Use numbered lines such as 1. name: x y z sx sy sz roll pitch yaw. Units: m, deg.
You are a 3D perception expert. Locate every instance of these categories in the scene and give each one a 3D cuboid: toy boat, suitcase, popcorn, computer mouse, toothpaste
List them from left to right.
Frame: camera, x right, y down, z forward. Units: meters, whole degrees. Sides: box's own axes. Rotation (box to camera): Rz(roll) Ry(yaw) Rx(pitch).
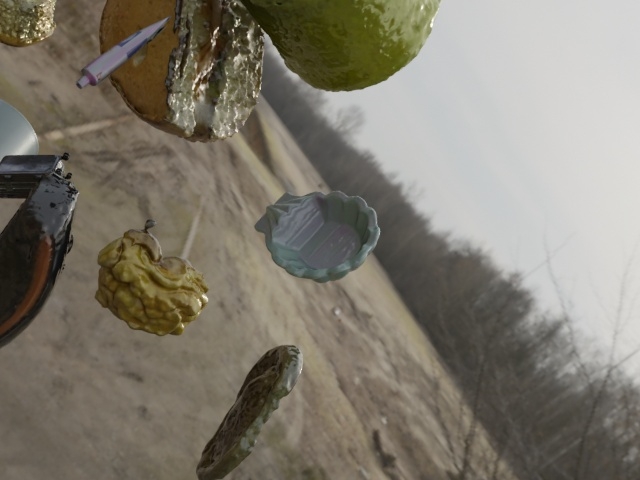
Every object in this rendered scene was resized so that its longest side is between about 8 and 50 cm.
1. computer mouse: -0.449 0.049 1.253 0.116 0.323 0.183 34 11 -23
2. suitcase: -0.515 -0.116 1.512 0.086 0.126 0.059 -95 -174 -58
3. toothpaste: -0.273 -0.261 1.167 0.045 0.170 0.028 -9 -57 54
4. popcorn: -0.297 0.081 1.431 0.194 0.163 0.140 45 31 -26
5. toy boat: 0.000 0.000 1.603 0.290 0.199 0.100 30 -22 44

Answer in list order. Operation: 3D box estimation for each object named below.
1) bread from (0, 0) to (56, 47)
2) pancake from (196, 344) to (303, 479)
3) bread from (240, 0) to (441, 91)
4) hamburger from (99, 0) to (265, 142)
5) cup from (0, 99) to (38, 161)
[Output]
1. bread: -0.633 -0.463 1.625 0.245 0.121 0.174 22 21 -3
2. pancake: -0.108 0.250 1.232 0.042 0.236 0.222 35 4 -12
3. bread: 0.016 -0.473 1.521 0.307 0.348 0.348 33 18 -53
4. hamburger: -0.277 -0.400 1.656 0.268 0.286 0.446 13 79 -53
5. cup: -0.790 -0.154 1.867 0.205 0.205 0.312 51 40 -27
